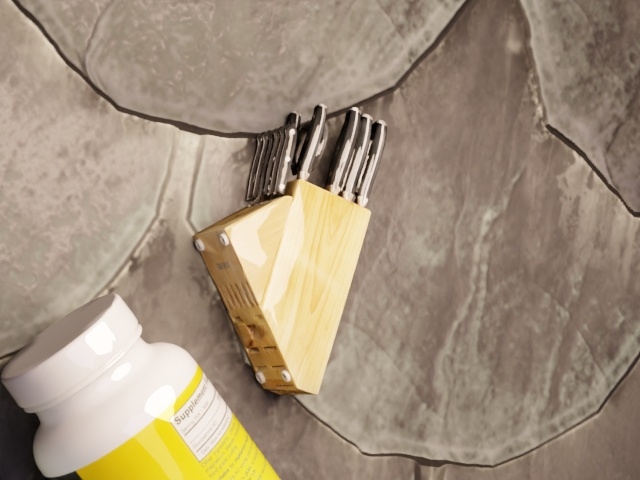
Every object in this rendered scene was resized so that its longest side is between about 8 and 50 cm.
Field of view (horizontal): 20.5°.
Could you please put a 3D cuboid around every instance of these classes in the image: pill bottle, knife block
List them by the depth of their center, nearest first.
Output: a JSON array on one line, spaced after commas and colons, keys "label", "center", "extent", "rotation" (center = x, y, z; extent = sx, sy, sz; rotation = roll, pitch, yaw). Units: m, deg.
[{"label": "pill bottle", "center": [-0.164, 0.226, 1.758], "extent": [0.188, 0.188, 0.334], "rotation": [-41, 104, -24]}, {"label": "knife block", "center": [0.000, 0.000, 1.917], "extent": [0.242, 0.088, 0.275], "rotation": [-28, 98, -26]}]
